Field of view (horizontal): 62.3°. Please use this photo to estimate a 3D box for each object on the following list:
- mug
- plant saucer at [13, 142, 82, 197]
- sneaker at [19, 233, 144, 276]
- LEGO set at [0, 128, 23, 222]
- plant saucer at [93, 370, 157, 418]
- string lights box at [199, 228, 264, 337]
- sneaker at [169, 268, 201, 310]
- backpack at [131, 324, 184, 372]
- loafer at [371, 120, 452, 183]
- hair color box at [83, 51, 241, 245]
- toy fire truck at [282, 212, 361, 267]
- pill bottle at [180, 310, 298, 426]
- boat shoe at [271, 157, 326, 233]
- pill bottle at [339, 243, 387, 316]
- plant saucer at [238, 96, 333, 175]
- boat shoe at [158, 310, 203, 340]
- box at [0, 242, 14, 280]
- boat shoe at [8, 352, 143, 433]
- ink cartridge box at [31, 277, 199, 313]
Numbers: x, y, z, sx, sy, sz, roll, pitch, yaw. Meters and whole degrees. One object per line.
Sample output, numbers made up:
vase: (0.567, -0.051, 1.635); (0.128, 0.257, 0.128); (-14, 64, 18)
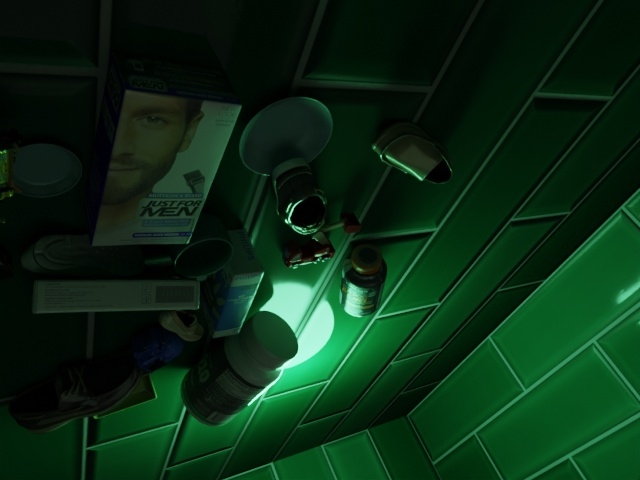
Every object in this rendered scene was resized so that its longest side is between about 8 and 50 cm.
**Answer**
mug: (-0.271, 0.011, 1.139); (0.158, 0.097, 0.129); (-44, 146, 25)
plant saucer: (-0.461, -0.121, 0.877); (0.119, 0.021, 0.119); (-20, 147, -14)
sneaker: (-0.466, 0.035, 1.055); (0.095, 0.090, 0.235); (-23, 158, 36)
LEGO set: (-0.563, -0.052, 0.675); (0.331, 0.255, 0.192); (-9, 118, -46)
plant saucer: (-0.592, 0.443, 1.561); (0.189, 0.045, 0.188); (-16, 146, -20)
string lights box: (-0.220, 0.108, 1.280); (0.077, 0.133, 0.259); (-7, 142, -30)
sneaker: (-0.346, 0.128, 1.285); (0.075, 0.057, 0.161); (-28, 152, -11)
backpack: (-0.430, 0.278, 1.400); (0.120, 0.098, 0.101); (-27, 145, 1)
loafer: (0.228, -0.197, 1.225); (0.269, 0.092, 0.102); (7, 134, -43)
hair color box: (-0.284, -0.136, 0.912); (0.185, 0.110, 0.338); (-2, 138, -34)
toy fire truck: (0.000, 0.000, 1.376); (0.192, 0.047, 0.135); (-11, 144, -23)
pill bottle: (-0.242, 0.383, 1.590); (0.361, 0.204, 0.204); (-45, 145, 24)
boat shoe: (-0.039, -0.070, 1.169); (0.109, 0.091, 0.305); (-24, 160, -4)
pill bottle: (0.125, 0.113, 1.556); (0.131, 0.130, 0.245); (-19, 146, -15)
plant saucer: (-0.071, -0.210, 1.032); (0.195, 0.037, 0.195); (-20, 148, -13)
boat shoe: (-0.356, 0.221, 1.406); (0.059, 0.063, 0.170); (-28, 148, 11)
box: (-0.617, 0.045, 0.966); (0.083, 0.052, 0.062); (-19, 148, -16)
boat shoe: (-0.637, 0.395, 1.378); (0.356, 0.132, 0.130); (-28, 149, -2)
ink cartridge box: (-0.432, 0.110, 1.103); (0.297, 0.066, 0.261); (3, 176, -28)
